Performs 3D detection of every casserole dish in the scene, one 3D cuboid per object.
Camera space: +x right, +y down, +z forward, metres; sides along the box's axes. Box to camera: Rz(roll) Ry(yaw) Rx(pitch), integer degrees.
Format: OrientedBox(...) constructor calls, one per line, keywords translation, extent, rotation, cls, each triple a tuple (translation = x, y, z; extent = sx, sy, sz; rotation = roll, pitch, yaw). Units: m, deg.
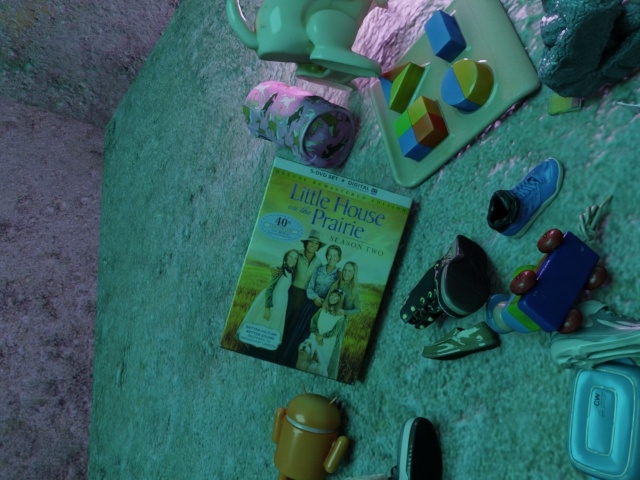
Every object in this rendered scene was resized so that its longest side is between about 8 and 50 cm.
OrientedBox(translation=(0.402, 0.253, 0.772), extent=(0.114, 0.037, 0.188), rotation=(1, 78, 52), cls="casserole dish")

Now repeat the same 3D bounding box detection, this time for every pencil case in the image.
OrientedBox(translation=(-0.066, -0.317, 1.471), extent=(0.386, 0.160, 0.167), rotation=(36, 136, 51), cls="pencil case")

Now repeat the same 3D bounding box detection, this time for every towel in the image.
OrientedBox(translation=(0.421, -0.257, 0.939), extent=(0.060, 0.009, 0.083), rotation=(-4, 75, 53), cls="towel")

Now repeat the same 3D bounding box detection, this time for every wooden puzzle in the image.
OrientedBox(translation=(0.240, -0.328, 1.138), extent=(0.348, 0.081, 0.322), rotation=(-38, 50, 39), cls="wooden puzzle")

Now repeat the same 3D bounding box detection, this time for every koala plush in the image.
OrientedBox(translation=(0.406, -0.362, 0.851), extent=(0.203, 0.196, 0.221), rotation=(103, 161, -61), cls="koala plush")

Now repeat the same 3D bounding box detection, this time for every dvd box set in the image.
OrientedBox(translation=(-0.010, 0.066, 1.166), extent=(0.062, 0.308, 0.420), rotation=(-118, 46, -85), cls="dvd box set")

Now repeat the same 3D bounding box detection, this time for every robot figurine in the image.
OrientedBox(translation=(-0.026, 0.432, 1.196), extent=(0.158, 0.128, 0.219), rotation=(-165, 88, -68), cls="robot figurine")

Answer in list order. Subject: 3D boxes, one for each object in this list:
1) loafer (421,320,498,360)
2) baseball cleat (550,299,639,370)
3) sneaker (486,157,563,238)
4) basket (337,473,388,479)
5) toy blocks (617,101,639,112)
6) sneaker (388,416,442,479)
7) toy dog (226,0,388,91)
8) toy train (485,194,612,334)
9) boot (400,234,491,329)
OrientedBox(translation=(0.248, 0.182, 0.985), extent=(0.148, 0.056, 0.050), rotation=(-22, 60, 36), cls="loafer")
OrientedBox(translation=(0.422, 0.119, 0.762), extent=(0.206, 0.072, 0.109), rotation=(-17, 38, 31), cls="baseball cleat")
OrientedBox(translation=(0.339, -0.077, 0.922), extent=(0.152, 0.085, 0.058), rotation=(-59, 40, 20), cls="sneaker")
OrientedBox(translation=(0.065, 0.476, 0.899), extent=(0.113, 0.103, 0.167), rotation=(-23, 73, 33), cls="basket")
OrientedBox(translation=(0.498, -0.070, 0.568), extent=(0.289, 0.260, 0.308), rotation=(26, 99, 52), cls="toy blocks")
OrientedBox(translation=(0.122, 0.467, 1.003), extent=(0.178, 0.124, 0.295), rotation=(-6, 75, 42), cls="sneaker")
OrientedBox(translation=(0.004, -0.599, 1.287), extent=(0.284, 0.396, 0.407), rotation=(-136, 59, -84), cls="toy dog")
OrientedBox(translation=(0.360, 0.042, 0.857), extent=(0.248, 0.105, 0.143), rotation=(-48, -1, -24), cls="toy train")
OrientedBox(translation=(0.210, 0.105, 0.962), extent=(0.178, 0.085, 0.236), rotation=(-55, 0, 30), cls="boot")
